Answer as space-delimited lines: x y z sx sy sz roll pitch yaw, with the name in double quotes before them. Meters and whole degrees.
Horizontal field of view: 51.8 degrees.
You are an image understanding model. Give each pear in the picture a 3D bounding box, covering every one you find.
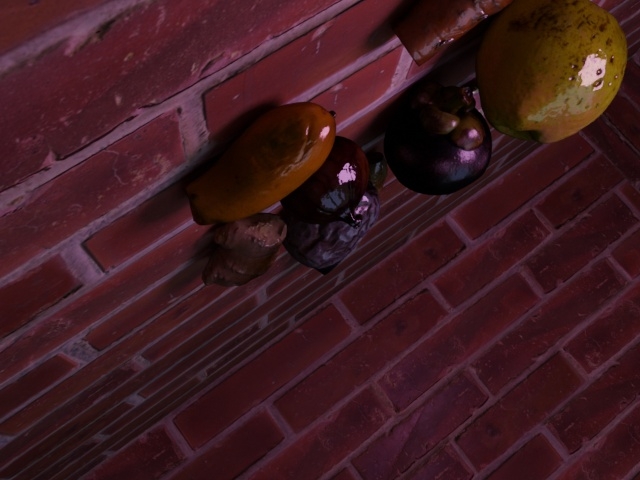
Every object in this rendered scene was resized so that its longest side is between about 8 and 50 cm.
"pear" 0.562 -0.425 1.660 0.391 0.391 0.391 -36 167 -9

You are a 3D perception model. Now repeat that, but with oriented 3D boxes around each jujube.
"jujube" 0.032 -0.059 1.892 0.317 0.226 0.226 -49 164 22

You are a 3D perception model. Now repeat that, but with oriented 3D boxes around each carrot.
"carrot" 0.280 -0.475 1.279 0.302 0.138 0.139 -32 170 20

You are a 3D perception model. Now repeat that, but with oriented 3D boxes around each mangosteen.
"mangosteen" 0.305 -0.273 1.772 0.297 0.313 0.296 -25 -149 16

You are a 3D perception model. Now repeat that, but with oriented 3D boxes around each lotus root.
"lotus root" 0.144 -0.177 2.030 0.110 0.097 0.258 -30 162 -21

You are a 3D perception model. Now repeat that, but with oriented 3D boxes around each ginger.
"ginger" -0.206 0.021 1.701 0.276 0.130 0.221 -40 157 13

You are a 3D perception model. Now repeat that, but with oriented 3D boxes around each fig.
"fig" 0.012 -0.137 1.582 0.235 0.214 0.235 -17 143 -13

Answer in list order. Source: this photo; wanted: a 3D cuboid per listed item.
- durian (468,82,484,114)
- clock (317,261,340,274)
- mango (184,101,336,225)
"durian" 0.471 -0.433 2.035 0.221 0.095 0.137 -34 131 -9
"clock" 0.079 0.007 2.379 0.280 0.055 0.280 -49 -176 5
"mango" -0.118 -0.147 1.314 0.359 0.144 0.187 -36 157 19
